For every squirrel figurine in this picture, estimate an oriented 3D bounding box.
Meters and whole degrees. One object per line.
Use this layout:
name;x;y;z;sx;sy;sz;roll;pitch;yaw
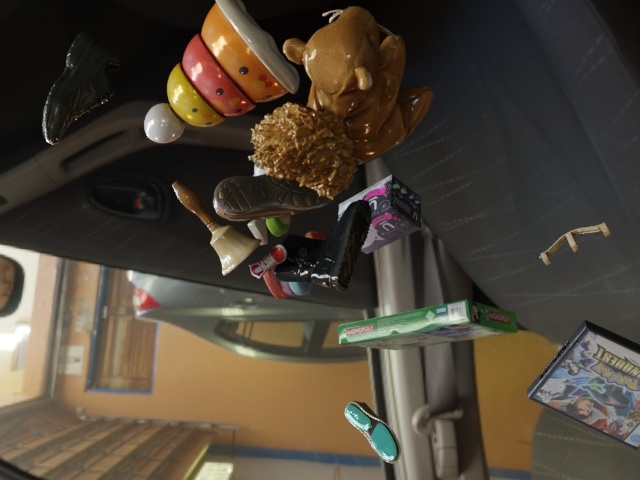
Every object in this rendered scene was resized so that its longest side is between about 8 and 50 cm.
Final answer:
squirrel figurine;0.037;-0.278;1.174;0.281;0.397;0.370;33;180;10

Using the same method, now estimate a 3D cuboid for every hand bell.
hand bell;-0.268;-0.046;1.345;0.242;0.126;0.126;48;156;-11

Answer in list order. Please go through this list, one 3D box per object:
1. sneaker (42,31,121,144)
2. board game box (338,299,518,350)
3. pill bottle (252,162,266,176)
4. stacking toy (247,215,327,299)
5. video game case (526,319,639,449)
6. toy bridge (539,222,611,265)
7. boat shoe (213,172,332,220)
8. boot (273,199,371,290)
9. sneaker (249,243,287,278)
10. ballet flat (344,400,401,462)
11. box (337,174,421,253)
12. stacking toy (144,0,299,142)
sneaker;-0.572;-0.354;1.344;0.130;0.286;0.109;25;168;-25
board game box;0.226;0.190;1.202;0.317;0.046;0.213;-18;157;38
pill bottle;-0.205;-0.191;2.136;0.119;0.209;0.119;4;-150;-2
stacking toy;-0.074;0.003;1.652;0.130;0.280;0.309;-12;-157;18
video game case;0.652;0.330;1.255;0.274;0.248;0.035;25;-146;5
toy bridge;0.687;0.003;1.528;0.188;0.063;0.026;-31;118;26
boat shoe;-0.126;-0.115;1.471;0.324;0.123;0.116;-3;162;-22
boot;0.000;0.000;1.406;0.207;0.247;0.094;9;162;33
sneaker;-0.130;0.054;1.368;0.067;0.042;0.118;-33;174;-40
ballet flat;0.171;0.564;1.666;0.086;0.086;0.248;11;-162;-39
box;0.195;-0.082;1.892;0.163;0.142;0.247;31;138;-33
stacking toy;-0.334;-0.457;1.690;0.480;0.351;0.350;-38;158;12
